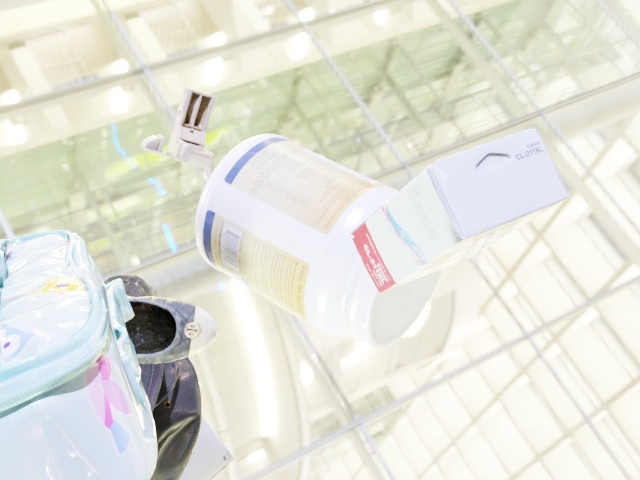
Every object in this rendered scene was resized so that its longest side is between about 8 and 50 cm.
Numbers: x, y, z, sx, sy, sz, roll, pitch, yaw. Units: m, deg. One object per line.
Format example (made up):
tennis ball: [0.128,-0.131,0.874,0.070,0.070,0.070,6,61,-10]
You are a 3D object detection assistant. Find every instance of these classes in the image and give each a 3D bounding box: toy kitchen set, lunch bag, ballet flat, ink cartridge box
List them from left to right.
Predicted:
lunch bag: [-0.204,0.081,0.469,0.279,0.224,0.108,32,-34,66]
ballet flat: [-0.165,0.070,0.707,0.049,0.173,0.057,165,-70,-65]
toy kitchen set: [-0.149,-0.125,0.938,0.083,0.068,0.075,36,-70,65]
ink cartridge box: [0.124,-0.023,0.818,0.072,0.127,0.175,66,-25,9]

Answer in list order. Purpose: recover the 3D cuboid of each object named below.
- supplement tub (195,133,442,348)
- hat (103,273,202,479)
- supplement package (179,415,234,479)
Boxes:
supplement tub: [0.000,0.000,1.272,0.316,0.228,0.228,29,-42,28]
hat: [-0.218,0.210,0.991,0.331,0.134,0.331,-31,-133,41]
supplement package: [-0.315,0.359,1.450,0.145,0.262,0.204,31,-25,47]
